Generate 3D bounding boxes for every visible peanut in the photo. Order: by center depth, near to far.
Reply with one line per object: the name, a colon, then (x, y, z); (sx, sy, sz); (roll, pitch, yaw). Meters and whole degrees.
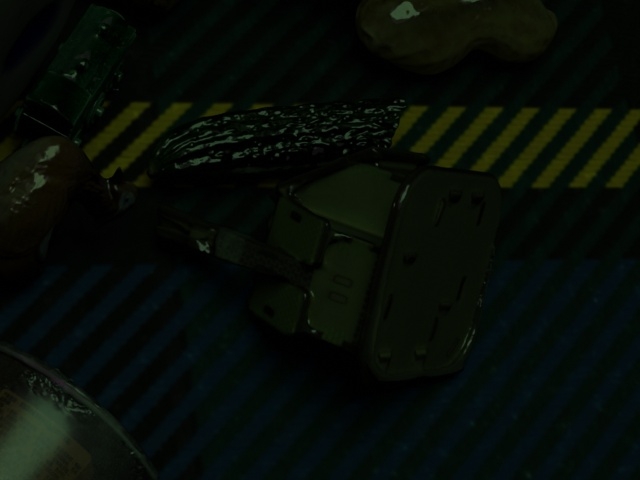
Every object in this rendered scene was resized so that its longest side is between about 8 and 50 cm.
peanut: (0.144, -0.227, 1.933); (0.229, 0.103, 0.098); (-7, 70, -19)

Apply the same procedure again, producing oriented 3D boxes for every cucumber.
cucumber: (-0.043, -0.097, 1.824); (0.265, 0.077, 0.077); (-4, 63, -18)

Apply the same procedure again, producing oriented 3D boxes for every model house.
model house: (0.000, 0.000, 1.763); (0.278, 0.218, 0.205); (17, 96, 29)

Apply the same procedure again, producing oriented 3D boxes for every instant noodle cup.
instant noodle cup: (-0.268, 0.220, 1.505); (0.217, 0.217, 0.207); (36, 64, 5)

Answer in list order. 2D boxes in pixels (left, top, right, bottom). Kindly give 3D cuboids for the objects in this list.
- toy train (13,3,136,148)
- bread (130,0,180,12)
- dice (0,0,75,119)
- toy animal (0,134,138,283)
toy train: (-0.231, -0.152, 1.776); (0.071, 0.111, 0.170); (30, 57, -4)
bread: (-0.190, -0.358, 1.900); (0.210, 0.099, 0.235); (28, 52, -2)
dice: (-0.399, -0.214, 1.643); (0.277, 0.304, 0.304); (35, 57, 5)
toy animal: (-0.264, -0.013, 1.681); (0.179, 0.188, 0.089); (14, 28, -38)
